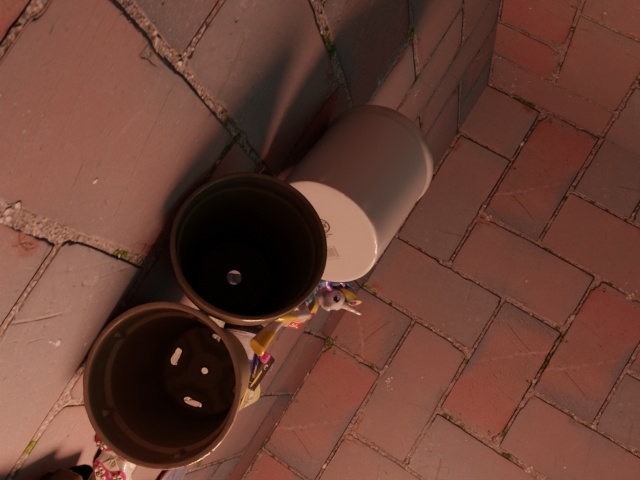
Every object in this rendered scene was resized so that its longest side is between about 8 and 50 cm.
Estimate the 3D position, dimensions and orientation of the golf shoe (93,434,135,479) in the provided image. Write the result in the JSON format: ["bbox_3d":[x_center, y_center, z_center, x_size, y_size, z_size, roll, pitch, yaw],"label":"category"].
[{"bbox_3d":[-0.484,0.494,1.735,0.140,0.115,0.306,-55,175,-48],"label":"golf shoe"}]

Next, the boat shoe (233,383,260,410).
[{"bbox_3d":[-0.246,0.424,2.261,0.089,0.105,0.285,-32,128,-52],"label":"boat shoe"}]

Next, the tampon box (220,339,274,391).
[{"bbox_3d":[-0.243,0.365,2.129,0.120,0.161,0.101,-56,165,-13],"label":"tampon box"}]

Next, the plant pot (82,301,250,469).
[{"bbox_3d":[-0.297,0.299,1.537,0.333,0.334,0.305,-59,171,1],"label":"plant pot"}]

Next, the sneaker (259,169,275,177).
[{"bbox_3d":[-0.162,-0.117,1.652,0.158,0.061,0.065,-53,157,-25],"label":"sneaker"}]

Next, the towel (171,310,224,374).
[{"bbox_3d":[-0.365,0.334,1.878,0.324,0.056,0.312,-35,152,-56],"label":"towel"}]

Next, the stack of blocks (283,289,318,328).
[{"bbox_3d":[-0.083,0.155,2.183,0.297,0.171,0.087,-52,-147,42],"label":"stack of blocks"}]

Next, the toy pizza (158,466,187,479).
[{"bbox_3d":[-0.527,0.829,2.374,0.201,0.032,0.201,-52,163,-23],"label":"toy pizza"}]

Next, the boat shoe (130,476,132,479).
[{"bbox_3d":[-0.589,0.761,1.904,0.277,0.098,0.096,-61,164,2],"label":"boat shoe"}]

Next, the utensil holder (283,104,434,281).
[{"bbox_3d":[0.080,-0.127,1.815,0.385,0.328,0.327,-52,165,-45],"label":"utensil holder"}]

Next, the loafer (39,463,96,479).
[{"bbox_3d":[-0.589,0.556,1.500,0.366,0.134,0.130,82,17,-82],"label":"loafer"}]

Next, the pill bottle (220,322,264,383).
[{"bbox_3d":[-0.231,0.298,2.027,0.123,0.123,0.219,68,33,-72],"label":"pill bottle"}]

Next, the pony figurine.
[{"bbox_3d":[-0.105,0.133,1.887,0.363,0.351,0.302,-15,133,-42],"label":"pony figurine"}]

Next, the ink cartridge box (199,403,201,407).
[{"bbox_3d":[-0.310,0.523,2.422,0.333,0.065,0.165,-30,147,-63],"label":"ink cartridge box"}]

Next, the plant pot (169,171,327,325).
[{"bbox_3d":[-0.173,0.047,1.539,0.323,0.323,0.280,-53,180,-22],"label":"plant pot"}]
